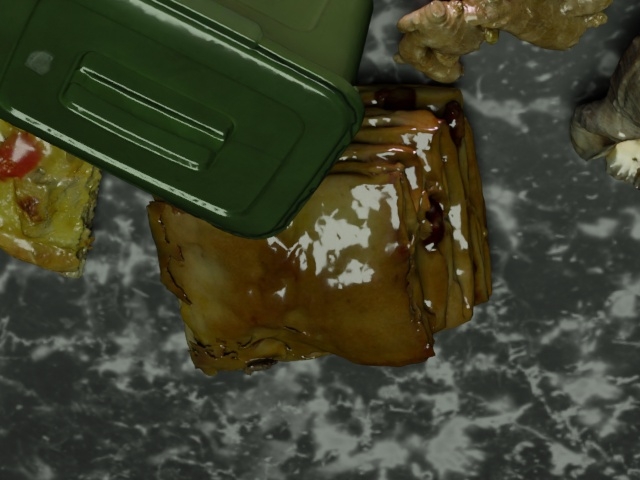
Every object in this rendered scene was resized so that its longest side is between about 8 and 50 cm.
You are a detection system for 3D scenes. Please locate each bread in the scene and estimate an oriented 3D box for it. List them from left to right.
[{"bbox_3d":[0.000,0.000,1.847,0.325,0.167,0.277,-8,115,8],"label":"bread"}]

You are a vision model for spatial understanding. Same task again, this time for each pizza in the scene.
[{"bbox_3d":[-0.292,-0.113,1.844,0.280,0.075,0.287,33,126,-12],"label":"pizza"}]

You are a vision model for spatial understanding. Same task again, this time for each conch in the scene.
[{"bbox_3d":[0.335,-0.117,1.775,0.245,0.163,0.178,-26,97,48],"label":"conch"}]

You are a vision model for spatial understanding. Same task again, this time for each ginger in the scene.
[{"bbox_3d":[0.164,-0.199,1.774,0.176,0.052,0.193,8,145,-43],"label":"ginger"}]

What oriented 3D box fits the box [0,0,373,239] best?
[{"bbox_3d":[-0.126,-0.175,1.657,0.329,0.177,0.253,26,144,-11],"label":"box"}]
